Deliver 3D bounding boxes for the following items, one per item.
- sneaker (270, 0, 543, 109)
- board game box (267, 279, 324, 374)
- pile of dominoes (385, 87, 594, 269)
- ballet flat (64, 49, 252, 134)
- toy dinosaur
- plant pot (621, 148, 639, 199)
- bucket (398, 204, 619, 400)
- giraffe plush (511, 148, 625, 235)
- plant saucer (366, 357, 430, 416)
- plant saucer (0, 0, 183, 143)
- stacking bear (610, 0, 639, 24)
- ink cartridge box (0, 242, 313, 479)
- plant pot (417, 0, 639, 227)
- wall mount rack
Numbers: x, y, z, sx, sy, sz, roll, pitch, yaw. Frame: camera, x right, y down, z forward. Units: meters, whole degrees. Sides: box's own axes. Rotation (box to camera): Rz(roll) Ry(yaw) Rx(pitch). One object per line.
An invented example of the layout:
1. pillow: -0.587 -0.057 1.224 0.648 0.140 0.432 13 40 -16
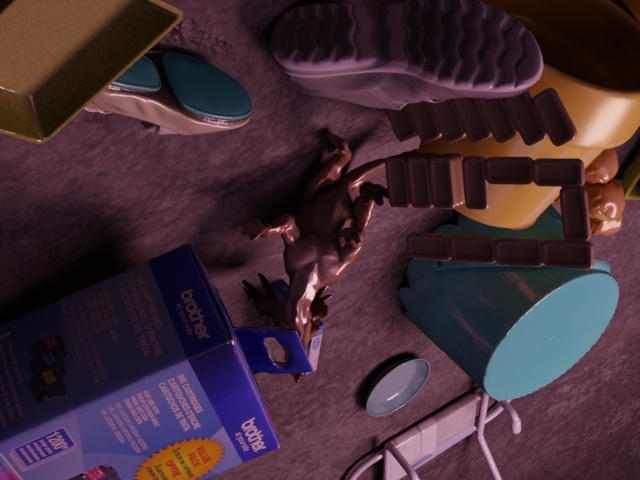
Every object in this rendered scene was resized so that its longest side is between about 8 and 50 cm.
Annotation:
1. sneaker: 0.094 -0.190 1.515 0.115 0.281 0.105 66 35 -64
2. board game box: -0.033 0.111 1.846 0.020 0.090 0.090 -25 144 -28
3. pile of dominoes: 0.182 -0.073 1.560 0.040 0.251 0.196 -22 110 -49
4. ballet flat: -0.173 -0.146 1.421 0.248 0.086 0.086 14 119 -51
5. toy dinosaur: 0.000 0.000 1.721 0.295 0.127 0.200 -55 168 -27
6. plant pot: 0.599 -0.095 2.151 0.228 0.207 0.227 -4 133 -44
7. bucket: 0.272 0.078 2.038 0.281 0.183 0.281 -27 145 -21
8. giraffe plush: 0.281 -0.083 1.886 0.170 0.210 0.181 -19 124 -3
9. plant saucer: 0.113 0.217 2.188 0.119 0.021 0.119 -28 145 -21
10. plant saucer: -0.238 -0.171 1.226 0.188 0.045 0.188 -39 159 17
11. stacking bear: 0.419 -0.274 1.798 0.289 0.164 0.175 -32 -167 6
12. ink cartridge box: -0.212 0.172 1.610 0.395 0.151 0.270 -25 146 -4
13. plant pot: 0.230 -0.154 1.660 0.254 0.254 0.239 -9 139 -40
14. wall mount rack: 0.213 0.392 2.401 0.350 0.130 0.304 -28 145 -18
